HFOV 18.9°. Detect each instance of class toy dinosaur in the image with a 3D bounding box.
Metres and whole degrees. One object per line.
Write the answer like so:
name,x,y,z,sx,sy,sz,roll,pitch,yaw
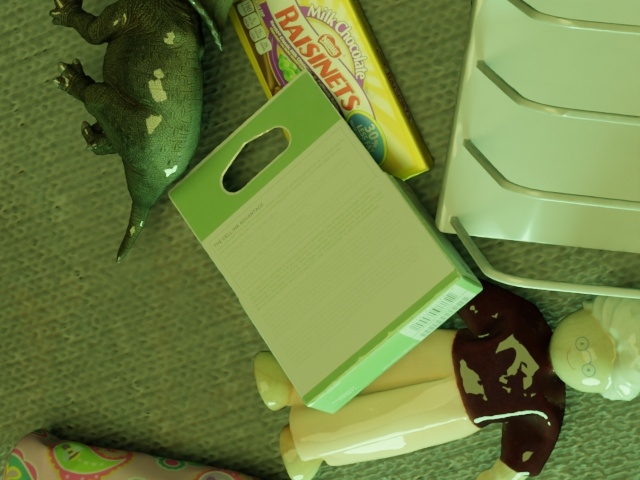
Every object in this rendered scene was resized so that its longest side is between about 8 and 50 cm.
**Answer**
toy dinosaur,-0.145,-0.126,1.587,0.160,0.121,0.313,25,101,47

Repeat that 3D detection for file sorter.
file sorter,0.217,-0.110,1.450,0.193,0.173,0.277,6,105,-10

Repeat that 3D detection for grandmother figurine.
grandmother figurine,0.126,0.120,1.603,0.342,0.104,0.208,-17,106,22

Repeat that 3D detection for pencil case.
pencil case,-0.152,0.249,1.704,0.284,0.124,0.124,12,106,13

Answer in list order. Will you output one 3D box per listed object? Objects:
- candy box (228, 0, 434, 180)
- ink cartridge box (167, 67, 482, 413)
candy box,0.006,-0.134,1.616,0.105,0.027,0.206,-24,95,18
ink cartridge box,0.000,0.000,1.597,0.171,0.056,0.235,-41,64,14
